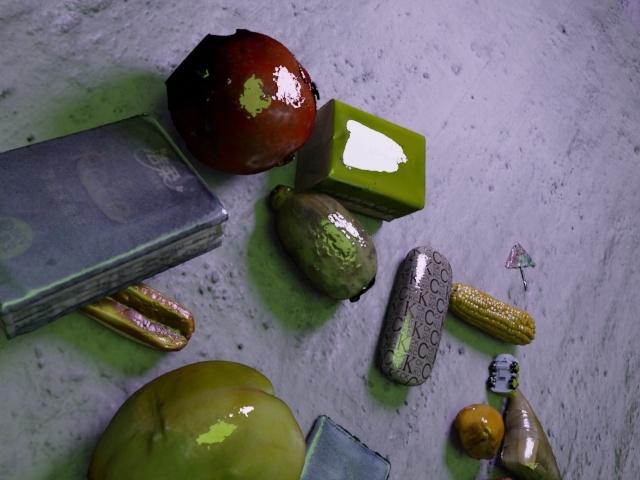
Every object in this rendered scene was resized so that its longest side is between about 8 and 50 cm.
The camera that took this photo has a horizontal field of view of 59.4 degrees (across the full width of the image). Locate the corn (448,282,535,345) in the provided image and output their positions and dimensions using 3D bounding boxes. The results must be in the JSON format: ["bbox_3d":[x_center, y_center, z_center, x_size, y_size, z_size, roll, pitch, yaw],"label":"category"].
[{"bbox_3d":[0.452,0.201,1.498,0.313,0.102,0.102,23,66,-23],"label":"corn"}]

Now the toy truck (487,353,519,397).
[{"bbox_3d":[0.501,0.363,1.503,0.077,0.076,0.111,43,55,-36],"label":"toy truck"}]

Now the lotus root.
[{"bbox_3d":[0.000,0.000,1.238,0.309,0.173,0.173,48,57,-4],"label":"lotus root"}]

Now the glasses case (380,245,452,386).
[{"bbox_3d":[0.239,0.179,1.372,0.137,0.085,0.355,31,63,-23],"label":"glasses case"}]

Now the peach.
[{"bbox_3d":[-0.196,0.345,0.935,0.315,0.281,0.314,-26,131,-8],"label":"peach"}]

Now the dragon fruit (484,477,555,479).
[{"bbox_3d":[0.469,0.627,1.344,0.246,0.125,0.125,-19,84,-1],"label":"dragon fruit"}]

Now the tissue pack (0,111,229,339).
[{"bbox_3d":[-0.399,-0.047,0.964,0.394,0.124,0.288,-26,69,-34],"label":"tissue pack"}]

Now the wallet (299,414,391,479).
[{"bbox_3d":[0.043,0.500,1.194,0.222,0.036,0.167,40,60,-16],"label":"wallet"}]

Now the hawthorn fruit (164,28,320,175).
[{"bbox_3d":[-0.160,-0.283,1.131,0.316,0.316,0.316,9,72,-30],"label":"hawthorn fruit"}]

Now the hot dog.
[{"bbox_3d":[-0.346,0.124,1.026,0.249,0.068,0.100,33,78,-18],"label":"hot dog"}]

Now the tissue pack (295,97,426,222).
[{"bbox_3d":[0.101,-0.181,1.333,0.274,0.167,0.200,14,70,-28],"label":"tissue pack"}]

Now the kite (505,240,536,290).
[{"bbox_3d":[0.601,0.075,1.680,0.139,0.011,0.157,-3,77,-30],"label":"kite"}]

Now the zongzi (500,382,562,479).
[{"bbox_3d":[0.558,0.538,1.488,0.228,0.115,0.256,51,32,-26],"label":"zongzi"}]

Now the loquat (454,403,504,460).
[{"bbox_3d":[0.392,0.472,1.383,0.137,0.113,0.137,22,63,-54],"label":"loquat"}]
